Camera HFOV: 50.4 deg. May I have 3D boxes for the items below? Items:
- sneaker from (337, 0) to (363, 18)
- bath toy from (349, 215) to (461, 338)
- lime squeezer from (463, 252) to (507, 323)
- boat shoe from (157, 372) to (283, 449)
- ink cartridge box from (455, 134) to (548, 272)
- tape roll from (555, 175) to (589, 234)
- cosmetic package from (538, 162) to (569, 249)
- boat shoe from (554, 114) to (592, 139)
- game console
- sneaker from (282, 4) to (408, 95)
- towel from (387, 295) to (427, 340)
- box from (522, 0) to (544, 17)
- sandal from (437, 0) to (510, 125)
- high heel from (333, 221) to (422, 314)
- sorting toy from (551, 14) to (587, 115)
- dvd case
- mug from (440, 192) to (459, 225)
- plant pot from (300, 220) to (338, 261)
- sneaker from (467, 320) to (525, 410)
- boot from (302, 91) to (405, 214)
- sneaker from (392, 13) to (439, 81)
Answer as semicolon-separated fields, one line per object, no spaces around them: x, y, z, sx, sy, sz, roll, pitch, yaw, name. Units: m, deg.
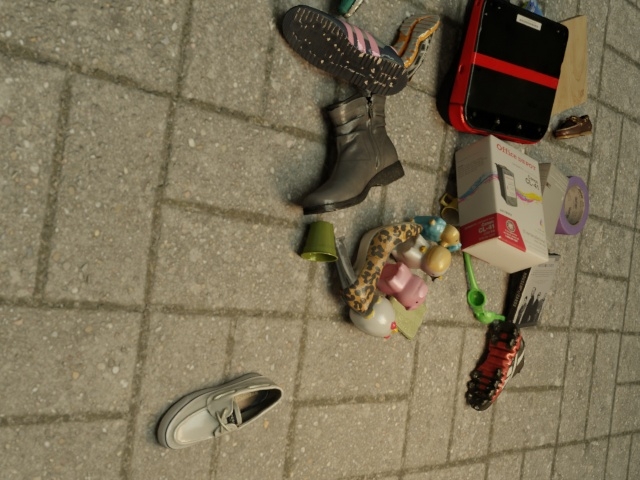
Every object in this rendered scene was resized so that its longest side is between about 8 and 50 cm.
0.070;-0.626;1.518;0.110;0.107;0.275;14;79;-22;sneaker
0.212;0.102;1.658;0.348;0.151;0.129;-51;127;-22;bath toy
0.470;0.166;1.950;0.110;0.059;0.310;-52;123;-25;lime squeezer
-0.191;0.345;1.359;0.268;0.088;0.096;-13;103;-40;boat shoe
0.481;-0.094;1.813;0.226;0.131;0.306;20;61;-35;ink cartridge box
0.779;-0.112;2.183;0.189;0.080;0.189;-4;96;-40;tape roll
0.655;-0.103;2.059;0.127;0.107;0.238;28;72;-40;cosmetic package
0.813;-0.367;2.199;0.207;0.073;0.073;-18;104;-46;boat shoe
0.509;-0.443;1.825;0.387;0.060;0.342;3;100;-38;game console
0.049;-0.434;1.512;0.319;0.112;0.131;25;35;-28;sneaker
0.216;0.182;1.746;0.148;0.027;0.110;38;69;-37;towel
0.635;-0.628;2.032;0.178;0.042;0.109;46;65;-35;box
0.450;-0.507;1.838;0.167;0.107;0.445;31;74;-39;sandal
0.151;0.061;1.608;0.261;0.093;0.186;-15;87;-25;high heel
0.659;-0.504;1.997;0.255;0.089;0.257;-23;118;-24;sorting toy
0.648;0.152;2.073;0.179;0.030;0.238;2;107;-48;dvd case
0.365;-0.089;1.834;0.064;0.062;0.078;-50;130;-36;mug
0.000;0.000;1.513;0.083;0.083;0.079;17;70;-41;plant pot
0.523;0.379;1.988;0.135;0.098;0.276;40;72;-43;sneaker
0.049;-0.201;1.524;0.338;0.118;0.222;-34;113;-46;boot
0.231;-0.478;1.676;0.215;0.084;0.083;-56;147;-24;sneaker
